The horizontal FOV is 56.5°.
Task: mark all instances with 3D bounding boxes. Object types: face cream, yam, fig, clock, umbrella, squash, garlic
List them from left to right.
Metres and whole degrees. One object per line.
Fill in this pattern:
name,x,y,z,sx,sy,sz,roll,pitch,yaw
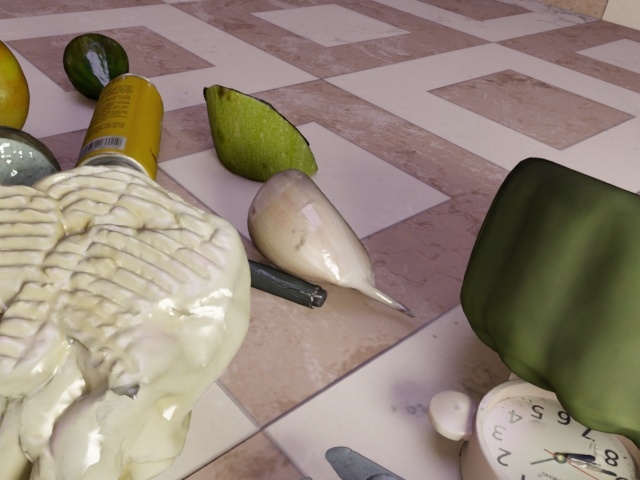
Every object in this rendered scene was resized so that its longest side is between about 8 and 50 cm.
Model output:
yam,-0.356,-0.064,0.672,0.133,0.133,0.330,-9,15,-22
fig,-0.401,-0.296,1.081,0.117,0.117,0.178,-11,56,-25
face cream,-0.294,-0.166,0.900,0.104,0.105,0.349,-1,35,-11
squash,-0.117,-0.149,0.908,0.191,0.184,0.085,22,76,25
umbrella,-0.055,0.047,0.699,0.133,0.031,0.036,20,36,17
garlic,-0.001,0.003,0.705,0.148,0.129,0.267,-10,43,-22
clock,0.200,0.193,0.509,0.229,0.063,0.156,20,34,14

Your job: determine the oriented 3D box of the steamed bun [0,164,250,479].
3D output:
steamed bun,-0.218,0.085,0.470,0.319,0.206,0.275,3,50,-6

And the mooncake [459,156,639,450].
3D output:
mooncake,0.296,0.061,0.532,0.351,0.187,0.351,19,17,-6

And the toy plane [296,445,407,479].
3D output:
toy plane,0.097,0.197,0.363,0.267,0.088,0.212,-16,31,18

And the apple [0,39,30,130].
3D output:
apple,-0.535,-0.207,0.831,0.236,0.237,0.207,17,22,15
